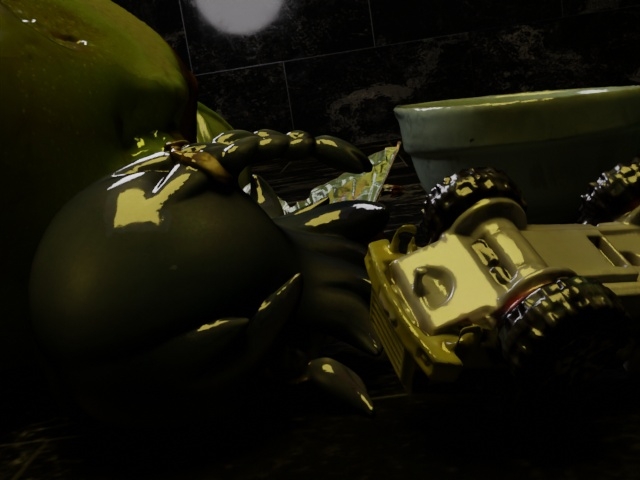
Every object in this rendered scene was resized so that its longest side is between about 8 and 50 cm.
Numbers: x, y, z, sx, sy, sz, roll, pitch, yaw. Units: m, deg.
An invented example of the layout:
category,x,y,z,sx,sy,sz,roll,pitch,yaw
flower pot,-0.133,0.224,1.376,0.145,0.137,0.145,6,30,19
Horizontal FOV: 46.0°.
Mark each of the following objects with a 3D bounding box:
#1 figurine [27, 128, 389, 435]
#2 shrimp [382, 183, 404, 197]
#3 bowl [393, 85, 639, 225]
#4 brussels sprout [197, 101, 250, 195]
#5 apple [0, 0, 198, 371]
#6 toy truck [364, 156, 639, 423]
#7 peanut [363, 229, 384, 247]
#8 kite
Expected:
category,x,y,z,sx,sy,sz,roll,pitch,yaw
figurine,-0.057,0.027,0.506,0.175,0.197,0.265,-17,9,46
shrimp,0.088,-0.086,1.337,0.127,0.025,0.091,-12,12,-29
bowl,0.256,-0.110,0.953,0.307,0.163,0.307,-8,10,1
brussels sprout,-0.228,-0.082,1.030,0.259,0.227,0.294,2,-23,0
apple,-0.259,-0.065,0.642,0.374,0.374,0.384,-13,-3,-23
toy truck,0.167,0.028,0.437,0.285,0.111,0.136,-3,40,-19
peanut,0.000,0.000,0.830,0.152,0.076,0.076,-8,10,26
kite,-0.037,-0.005,0.787,0.323,0.013,0.268,-31,35,-1
